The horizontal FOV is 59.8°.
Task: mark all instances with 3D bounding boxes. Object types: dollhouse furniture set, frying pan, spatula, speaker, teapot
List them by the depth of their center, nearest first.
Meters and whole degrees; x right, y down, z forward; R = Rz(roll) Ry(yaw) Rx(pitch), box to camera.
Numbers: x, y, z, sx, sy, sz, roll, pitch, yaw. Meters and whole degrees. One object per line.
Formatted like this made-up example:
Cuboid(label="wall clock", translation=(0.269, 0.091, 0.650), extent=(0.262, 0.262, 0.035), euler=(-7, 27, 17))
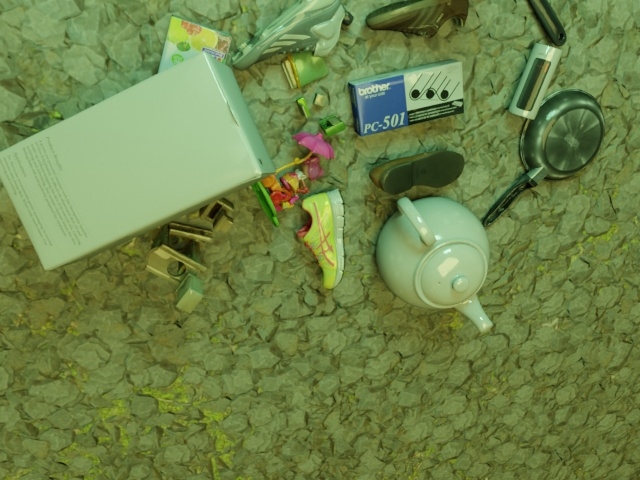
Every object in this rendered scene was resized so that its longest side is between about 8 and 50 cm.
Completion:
Cuboid(label="dollhouse furniture set", translation=(-0.229, 0.000, 0.977), extent=(0.101, 0.182, 0.161), euler=(32, 104, -25))
Cuboid(label="dollhouse furniture set", translation=(-0.007, -0.262, 0.980), extent=(0.076, 0.059, 0.152), euler=(-24, 119, -3))
Cuboid(label="spatula", translation=(0.371, -0.471, 0.994), extent=(0.084, 0.030, 0.296), euler=(-41, 118, 4))
Cuboid(label="speaker", translation=(0.413, -0.306, 1.071), extent=(0.055, 0.055, 0.136), euler=(10, 113, -19))
Cuboid(label="teapot", translation=(0.240, 0.041, 1.118), extent=(0.255, 0.187, 0.253), euler=(6, 113, -16))
Cuboid(label="frying pan", translation=(0.454, -0.178, 1.151), extent=(0.326, 0.053, 0.197), euler=(-32, 118, -1))

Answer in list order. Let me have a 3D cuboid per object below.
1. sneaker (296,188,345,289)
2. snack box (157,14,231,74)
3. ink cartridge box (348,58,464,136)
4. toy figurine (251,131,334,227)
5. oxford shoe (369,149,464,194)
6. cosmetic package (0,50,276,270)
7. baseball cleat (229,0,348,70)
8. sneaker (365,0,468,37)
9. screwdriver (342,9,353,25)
Cuboid(label="sneaker", translation=(0.000, 0.000, 1.104), extent=(0.094, 0.081, 0.209), euler=(-4, 110, -5))
Cuboid(label="snack box", translation=(-0.214, -0.287, 0.925), extent=(0.100, 0.037, 0.141), euler=(14, 112, -19))
Cuboid(label="ink cartridge box", translation=(0.160, -0.264, 1.030), extent=(0.207, 0.046, 0.097), euler=(-15, 117, -7))
Cuboid(label="toy figurine", translation=(-0.046, -0.124, 1.019), extent=(0.159, 0.130, 0.173), euler=(-31, 141, -9))
Cuboid(label="oxford shoe", translation=(0.190, -0.143, 1.088), extent=(0.212, 0.076, 0.076), euler=(-11, 116, -27))
Cuboid(label="cosmetic package", translation=(-0.277, -0.116, 0.863), extent=(0.365, 0.155, 0.197), euler=(-22, 95, 7))
Cuboid(label="baseball cleat", translation=(-0.047, -0.328, 0.923), extent=(0.205, 0.072, 0.109), euler=(-34, 122, 15))
Cuboid(label="sneaker", translation=(0.173, -0.382, 0.965), extent=(0.188, 0.066, 0.071), euler=(-18, 119, -5))
Cuboid(label="screwdriver", translation=(-0.015, -0.416, 0.931), extent=(0.169, 0.025, 0.024), euler=(31, 105, -16))
